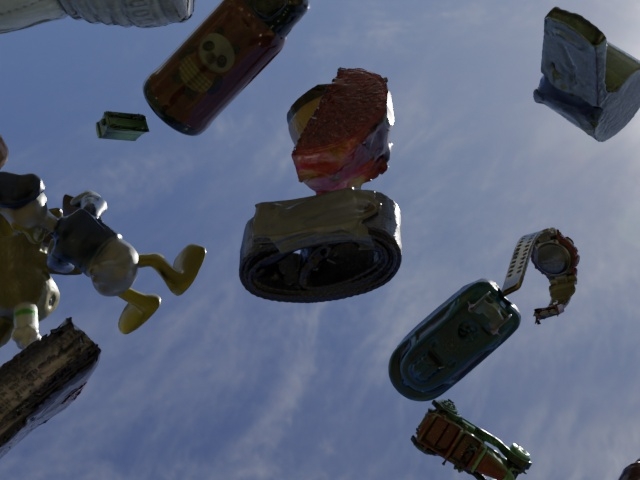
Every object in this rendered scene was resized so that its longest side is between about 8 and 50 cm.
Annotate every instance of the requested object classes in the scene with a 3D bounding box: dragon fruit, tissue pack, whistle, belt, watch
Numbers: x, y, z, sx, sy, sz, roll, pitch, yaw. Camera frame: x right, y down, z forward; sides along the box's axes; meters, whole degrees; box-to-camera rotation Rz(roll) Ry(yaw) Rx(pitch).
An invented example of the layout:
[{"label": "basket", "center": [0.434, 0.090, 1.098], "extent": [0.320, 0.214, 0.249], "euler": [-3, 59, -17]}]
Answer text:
[{"label": "dragon fruit", "center": [0.063, -0.158, 1.451], "extent": [0.126, 0.161, 0.274], "euler": [6, -137, 19]}, {"label": "tissue pack", "center": [-0.505, 0.286, 1.401], "extent": [0.123, 0.245, 0.332], "euler": [45, -139, 4]}, {"label": "whistle", "center": [0.545, -0.336, 1.872], "extent": [0.168, 0.405, 0.188], "euler": [43, -71, 30]}, {"label": "belt", "center": [0.000, 0.000, 1.268], "extent": [0.231, 0.139, 0.126], "euler": [-10, -143, 10]}, {"label": "watch", "center": [0.440, 0.079, 1.799], "extent": [0.102, 0.165, 0.268], "euler": [-19, -158, 37]}]

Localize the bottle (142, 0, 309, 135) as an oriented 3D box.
[{"label": "bottle", "center": [-0.161, -0.344, 1.596], "extent": [0.336, 0.144, 0.144], "euler": [-42, -142, 22]}]

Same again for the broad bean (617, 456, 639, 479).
[{"label": "broad bean", "center": [0.463, 0.363, 1.213], "extent": [0.122, 0.156, 0.228], "euler": [17, -166, -6]}]

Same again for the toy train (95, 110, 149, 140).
[{"label": "toy train", "center": [-0.362, -0.207, 1.641], "extent": [0.093, 0.056, 0.038], "euler": [-1, -111, -41]}]

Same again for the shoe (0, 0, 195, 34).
[{"label": "shoe", "center": [-0.203, -0.251, 0.500], "extent": [0.211, 0.132, 0.342], "euler": [-13, -113, -5]}]

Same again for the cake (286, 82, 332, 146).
[{"label": "cake", "center": [0.035, -0.220, 1.971], "extent": [0.185, 0.207, 0.178], "euler": [-24, -122, 3]}]

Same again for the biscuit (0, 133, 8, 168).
[{"label": "biscuit", "center": [-0.548, -0.020, 1.151], "extent": [0.275, 0.052, 0.355], "euler": [-1, -136, 28]}]

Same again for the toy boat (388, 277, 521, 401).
[{"label": "toy boat", "center": [0.236, 0.203, 1.707], "extent": [0.134, 0.299, 0.092], "euler": [48, -154, 9]}]

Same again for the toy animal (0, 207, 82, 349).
[{"label": "toy animal", "center": [-0.624, 0.098, 1.920], "extent": [0.181, 0.180, 0.363], "euler": [-38, -123, 32]}]

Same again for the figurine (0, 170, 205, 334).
[{"label": "figurine", "center": [-0.403, -0.026, 1.497], "extent": [0.204, 0.338, 0.283], "euler": [-51, -143, -1]}]

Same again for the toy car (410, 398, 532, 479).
[{"label": "toy car", "center": [0.186, 0.261, 1.116], "extent": [0.143, 0.054, 0.073], "euler": [32, -84, 10]}]
